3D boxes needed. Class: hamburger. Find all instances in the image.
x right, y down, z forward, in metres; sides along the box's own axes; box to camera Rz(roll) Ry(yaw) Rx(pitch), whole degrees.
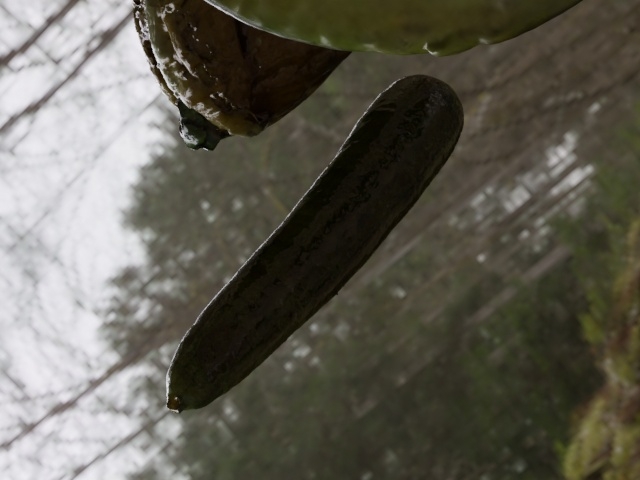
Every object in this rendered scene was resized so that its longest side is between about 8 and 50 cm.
[{"bbox_3d":[-0.047,-0.176,1.171,0.206,0.130,0.183,-44,-50,-47],"label":"hamburger"}]

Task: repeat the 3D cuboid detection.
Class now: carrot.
[{"bbox_3d":[0.000,0.000,1.137,0.074,0.074,0.358,45,-128,-7],"label":"carrot"}]

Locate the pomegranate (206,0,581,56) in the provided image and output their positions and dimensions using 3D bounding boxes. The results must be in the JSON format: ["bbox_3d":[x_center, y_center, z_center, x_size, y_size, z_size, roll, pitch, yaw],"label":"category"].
[{"bbox_3d":[-0.002,-0.172,0.479,0.240,0.190,0.159,17,-149,-12],"label":"pomegranate"}]
